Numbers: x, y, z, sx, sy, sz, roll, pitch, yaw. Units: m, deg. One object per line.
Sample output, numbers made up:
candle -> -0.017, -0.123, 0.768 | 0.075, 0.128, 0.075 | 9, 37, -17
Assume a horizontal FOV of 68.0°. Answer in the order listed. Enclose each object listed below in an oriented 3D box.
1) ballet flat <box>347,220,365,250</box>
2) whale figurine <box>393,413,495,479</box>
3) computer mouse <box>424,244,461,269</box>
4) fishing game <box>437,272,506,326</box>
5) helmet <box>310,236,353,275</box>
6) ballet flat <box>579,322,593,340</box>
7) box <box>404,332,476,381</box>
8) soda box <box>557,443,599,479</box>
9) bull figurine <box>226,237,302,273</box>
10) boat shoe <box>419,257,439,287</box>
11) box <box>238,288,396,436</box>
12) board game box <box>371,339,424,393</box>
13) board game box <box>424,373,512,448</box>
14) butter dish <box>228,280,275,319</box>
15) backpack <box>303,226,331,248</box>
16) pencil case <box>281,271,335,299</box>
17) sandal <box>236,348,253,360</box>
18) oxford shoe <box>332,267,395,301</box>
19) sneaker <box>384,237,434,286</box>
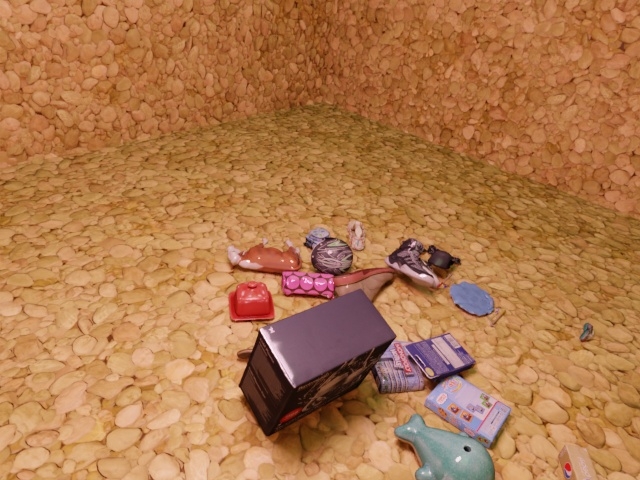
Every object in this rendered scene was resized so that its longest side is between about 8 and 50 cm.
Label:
ballet flat -> 0.173, -0.042, 2.200 | 0.091, 0.077, 0.241 | 3, 32, -6
whale figurine -> 0.325, 0.551, 1.240 | 0.216, 0.141, 0.272 | -19, 40, -35
computer mouse -> 0.504, 0.056, 2.061 | 0.184, 0.060, 0.262 | 25, 15, 28
fishing game -> 0.601, 0.234, 1.896 | 0.264, 0.041, 0.189 | 34, 40, 23
helmet -> 0.048, 0.067, 1.924 | 0.169, 0.170, 0.161 | 10, 16, 4
ballet flat -> 1.014, 0.352, 1.798 | 0.041, 0.041, 0.114 | 25, 37, 26
box -> 0.381, 0.377, 1.534 | 0.225, 0.037, 0.136 | -4, 40, -36
soda box -> 0.695, 0.640, 1.258 | 0.061, 0.058, 0.181 | 10, 33, 3
bull figurine -> -0.220, 0.065, 1.926 | 0.310, 0.101, 0.188 | 12, 31, 7
boat shoe -> 0.433, 0.117, 1.992 | 0.070, 0.078, 0.219 | -27, 42, -18
box -> -0.016, 0.336, 1.316 | 0.343, 0.313, 0.179 | -17, 56, -33
board game box -> 0.260, 0.397, 1.546 | 0.194, 0.060, 0.194 | -2, 33, -13
board game box -> 0.446, 0.504, 1.436 | 0.211, 0.039, 0.160 | 30, 38, 29
butter dish -> -0.245, 0.197, 1.697 | 0.159, 0.118, 0.160 | 0, 33, -13
backpack -> 0.000, 0.000, 2.091 | 0.105, 0.084, 0.114 | -26, 48, -38
pencil case -> -0.046, 0.171, 1.813 | 0.209, 0.095, 0.098 | 4, 69, -3
sandal -> -0.179, 0.381, 1.483 | 0.180, 0.072, 0.049 | 15, 54, 4
oxford shoe -> 0.176, 0.178, 1.849 | 0.348, 0.130, 0.123 | -7, -3, -45
sneaker -> 0.382, 0.078, 1.914 | 0.101, 0.153, 0.268 | 39, -6, -35
